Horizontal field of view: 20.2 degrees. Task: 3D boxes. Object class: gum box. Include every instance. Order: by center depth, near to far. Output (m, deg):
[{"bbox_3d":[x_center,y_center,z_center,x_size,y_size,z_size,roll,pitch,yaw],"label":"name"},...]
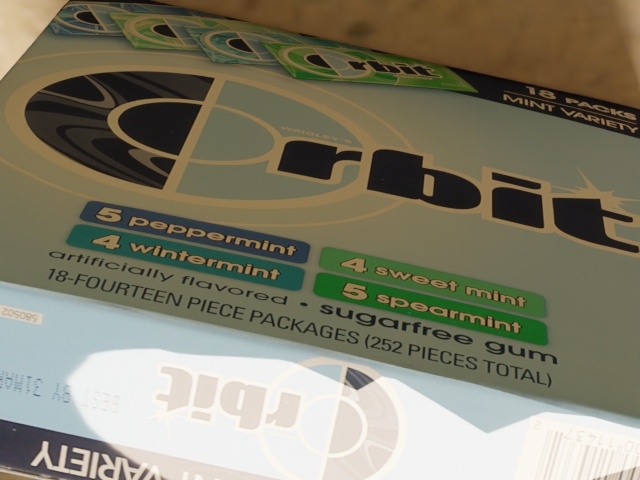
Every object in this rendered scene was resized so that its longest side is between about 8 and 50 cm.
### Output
[{"bbox_3d":[0.000,0.000,0.396,0.157,0.184,0.041,12,112,1],"label":"gum box"}]
